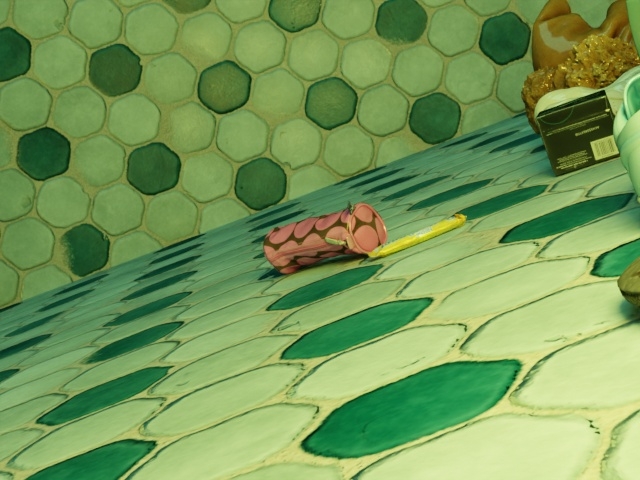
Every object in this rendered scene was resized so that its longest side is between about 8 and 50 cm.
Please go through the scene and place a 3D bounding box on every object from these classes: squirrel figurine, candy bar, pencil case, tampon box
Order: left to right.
[{"bbox_3d":[0.000,0.000,1.619,0.209,0.095,0.098,-17,23,44],"label":"pencil case"},{"bbox_3d":[0.143,-0.005,1.519,0.161,0.018,0.040,-22,7,-9],"label":"candy bar"},{"bbox_3d":[0.436,-0.183,1.708,0.120,0.101,0.161,-18,6,17],"label":"tampon box"},{"bbox_3d":[0.629,-0.355,2.115,0.370,0.281,0.397,-1,32,39],"label":"squirrel figurine"}]

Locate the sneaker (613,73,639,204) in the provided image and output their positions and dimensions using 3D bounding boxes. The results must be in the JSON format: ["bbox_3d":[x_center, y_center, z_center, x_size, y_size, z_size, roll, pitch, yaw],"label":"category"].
[{"bbox_3d":[0.402,-0.126,1.149,0.135,0.150,0.366,-17,7,17],"label":"sneaker"}]

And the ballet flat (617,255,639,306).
[{"bbox_3d":[0.285,0.029,0.713,0.084,0.058,0.250,-44,5,-9],"label":"ballet flat"}]

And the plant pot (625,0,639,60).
[{"bbox_3d":[0.580,-0.306,1.526,0.165,0.234,0.166,-44,15,-22],"label":"plant pot"}]

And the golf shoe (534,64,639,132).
[{"bbox_3d":[0.556,-0.239,1.898,0.306,0.115,0.140,-16,30,18],"label":"golf shoe"}]
